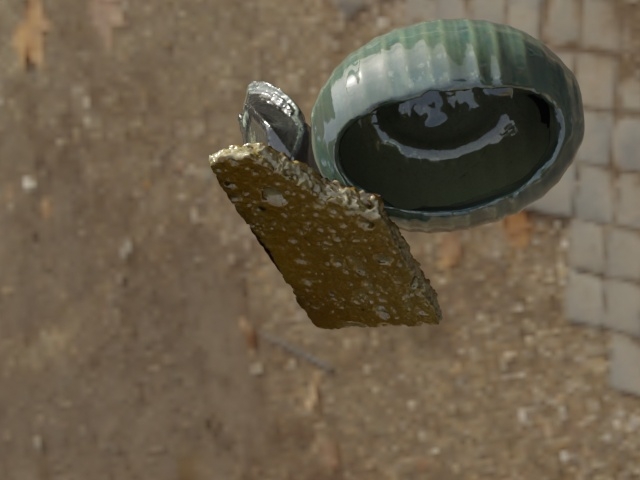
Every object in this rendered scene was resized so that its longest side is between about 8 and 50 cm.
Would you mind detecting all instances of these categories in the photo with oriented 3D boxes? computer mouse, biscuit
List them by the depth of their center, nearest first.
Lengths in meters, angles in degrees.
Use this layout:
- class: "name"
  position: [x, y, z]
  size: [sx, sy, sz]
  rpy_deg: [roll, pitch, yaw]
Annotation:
- class: "biscuit"
  position: [0.008, -0.004, 1.573]
  size: [0.131, 0.237, 0.026]
  rpy_deg: [-6, 46, 28]
- class: "computer mouse"
  position: [-0.038, -0.095, 1.876]
  size: [0.192, 0.062, 0.106]
  rpy_deg: [-118, 21, -55]

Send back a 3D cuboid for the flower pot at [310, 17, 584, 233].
- class: "flower pot"
  position: [0.112, -0.103, 1.637]
  size: [0.157, 0.243, 0.189]
  rpy_deg: [-101, 4, -68]
